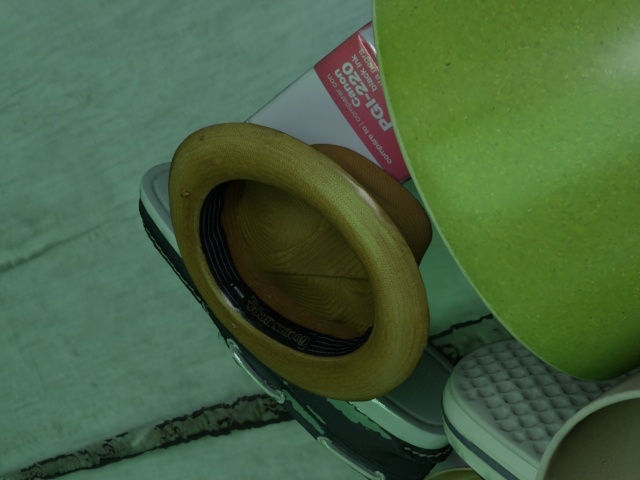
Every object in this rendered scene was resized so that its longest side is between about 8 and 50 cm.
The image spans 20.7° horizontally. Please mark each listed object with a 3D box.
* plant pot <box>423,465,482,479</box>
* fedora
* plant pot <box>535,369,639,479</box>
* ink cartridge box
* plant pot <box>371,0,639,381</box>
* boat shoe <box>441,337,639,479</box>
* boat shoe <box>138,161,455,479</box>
[{"bbox_3d":[0.156,0.265,1.297,0.236,0.032,0.236,23,128,33],"label":"plant pot"},{"bbox_3d":[0.000,0.000,1.005,0.194,0.079,0.194,28,138,29],"label":"fedora"},{"bbox_3d":[0.273,0.145,0.847,0.284,0.191,0.284,33,141,32],"label":"plant pot"},{"bbox_3d":[0.031,-0.078,1.102,0.092,0.158,0.218,52,138,-1],"label":"ink cartridge box"},{"bbox_3d":[0.224,-0.103,0.860,0.293,0.275,0.275,-22,99,31],"label":"plant pot"},{"bbox_3d":[0.276,0.230,1.052,0.500,0.187,0.156,32,127,18],"label":"boat shoe"},{"bbox_3d":[-0.028,0.065,1.283,0.302,0.114,0.091,44,131,15],"label":"boat shoe"}]
